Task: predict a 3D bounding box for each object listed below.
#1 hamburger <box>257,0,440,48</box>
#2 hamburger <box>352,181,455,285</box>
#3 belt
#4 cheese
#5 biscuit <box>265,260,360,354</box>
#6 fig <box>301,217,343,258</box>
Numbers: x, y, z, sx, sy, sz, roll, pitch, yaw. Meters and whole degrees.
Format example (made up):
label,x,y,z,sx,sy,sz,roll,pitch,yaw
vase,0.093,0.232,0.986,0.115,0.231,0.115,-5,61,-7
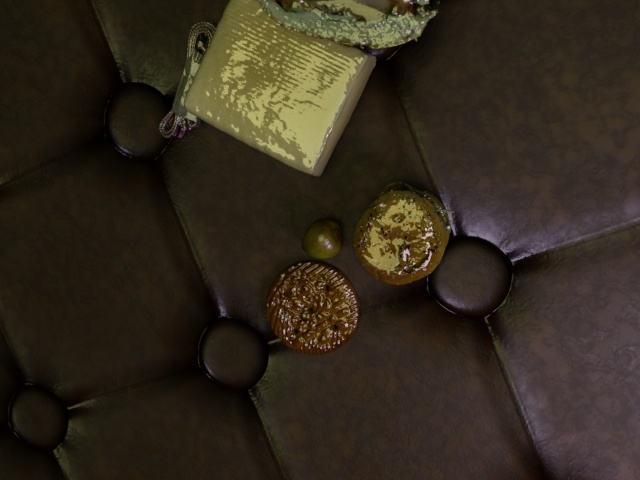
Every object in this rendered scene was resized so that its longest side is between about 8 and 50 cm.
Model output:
label,x,y,z,sx,sy,sz,roll,pitch,yaw
hamburger,0.046,-0.421,1.321,0.309,0.211,0.132,10,125,7
hamburger,0.150,-0.016,1.421,0.186,0.113,0.177,-21,93,19
belt,-0.237,-0.297,1.507,0.071,0.053,0.232,23,106,6
cheese,-0.072,-0.277,1.424,0.266,0.124,0.242,28,97,9
biscuit,-0.016,0.130,1.539,0.188,0.027,0.187,3,100,16
fig,0.000,0.000,1.489,0.088,0.074,0.074,-26,93,37
